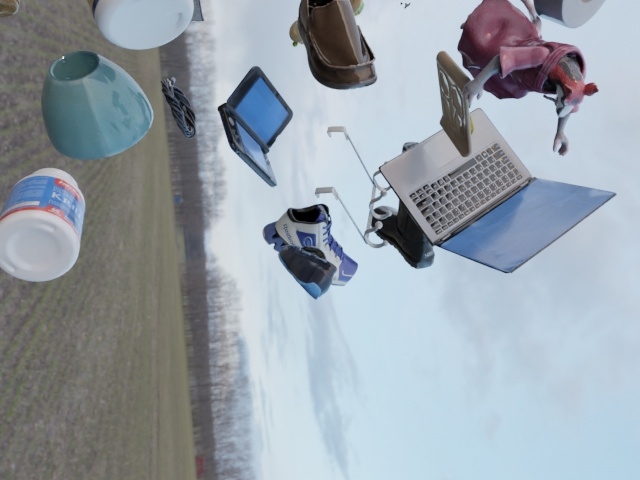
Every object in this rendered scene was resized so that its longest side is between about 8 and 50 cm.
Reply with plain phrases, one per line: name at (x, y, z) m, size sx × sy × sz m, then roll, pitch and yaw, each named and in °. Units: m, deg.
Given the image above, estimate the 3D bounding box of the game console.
game console at (-0.179, -0.356, 1.777) m, size 0.293 × 0.173 × 0.250 m, roll 42°, pitch 24°, yaw -59°

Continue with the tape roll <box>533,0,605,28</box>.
tape roll at (0.529, -0.550, 1.119) m, size 0.072 × 0.219 × 0.219 m, roll 41°, pitch -39°, yaw 33°

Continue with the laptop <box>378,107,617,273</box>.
laptop at (0.440, -0.154, 1.429) m, size 0.408 × 0.382 × 0.236 m, roll 56°, pitch -18°, yaw 7°

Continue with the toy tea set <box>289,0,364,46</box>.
toy tea set at (0.056, -0.769, 1.904) m, size 0.200 × 0.124 × 0.336 m, roll 43°, pitch -78°, yaw 23°

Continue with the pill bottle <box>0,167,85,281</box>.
pill bottle at (-0.461, -0.039, 0.925) m, size 0.221 × 0.124 × 0.124 m, roll -120°, pitch -152°, yaw -55°

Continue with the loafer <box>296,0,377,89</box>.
loafer at (0.022, -0.467, 1.243) m, size 0.130 × 0.133 × 0.366 m, roll 89°, pitch -20°, yaw -49°

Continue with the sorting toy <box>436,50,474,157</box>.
sorting toy at (0.337, -0.340, 1.372) m, size 0.193 × 0.038 × 0.208 m, roll -106°, pitch -178°, yaw -48°

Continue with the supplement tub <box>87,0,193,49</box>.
supplement tub at (-0.451, -0.638, 1.287) m, size 0.316 × 0.228 × 0.228 m, roll 66°, pitch -18°, yaw 10°

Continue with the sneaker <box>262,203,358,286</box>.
sneaker at (-0.001, -0.001, 1.672) m, size 0.182 × 0.315 × 0.127 m, roll -49°, pitch -162°, yaw 33°

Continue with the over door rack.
over door rack at (0.126, -0.153, 1.628) m, size 0.324 × 0.108 × 0.239 m, roll 41°, pitch 49°, yaw -43°

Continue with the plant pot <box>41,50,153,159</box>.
plant pot at (-0.624, -0.389, 1.494) m, size 0.195 × 0.290 × 0.290 m, roll 85°, pitch -9°, yaw -52°

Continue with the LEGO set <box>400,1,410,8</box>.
LEGO set at (0.238, -0.743, 1.699) m, size 0.083 × 0.054 × 0.023 m, roll 62°, pitch -27°, yaw 3°

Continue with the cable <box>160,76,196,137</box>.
cable at (-0.413, -0.390, 1.636) m, size 0.150 × 0.047 × 0.184 m, roll -109°, pitch 179°, yaw -68°

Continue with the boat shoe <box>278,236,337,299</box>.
boat shoe at (-0.019, 0.059, 1.223) m, size 0.109 × 0.089 × 0.258 m, roll 46°, pitch -3°, yaw -27°

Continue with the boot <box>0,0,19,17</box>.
boot at (-0.844, -0.517, 1.275) m, size 0.112 × 0.305 × 0.115 m, roll -34°, pitch -99°, yaw 50°

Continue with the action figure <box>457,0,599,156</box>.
action figure at (0.440, -0.354, 1.114) m, size 0.276 × 0.248 × 0.370 m, roll -60°, pitch -152°, yaw 15°

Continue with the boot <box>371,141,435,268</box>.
boot at (0.308, -0.163, 2.041) m, size 0.367 × 0.146 × 0.445 m, roll 46°, pitch -25°, yaw 40°

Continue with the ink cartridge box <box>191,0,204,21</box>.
ink cartridge box at (-0.377, -0.688, 1.438) m, size 0.224 × 0.045 × 0.223 m, roll 19°, pitch -54°, yaw 36°
